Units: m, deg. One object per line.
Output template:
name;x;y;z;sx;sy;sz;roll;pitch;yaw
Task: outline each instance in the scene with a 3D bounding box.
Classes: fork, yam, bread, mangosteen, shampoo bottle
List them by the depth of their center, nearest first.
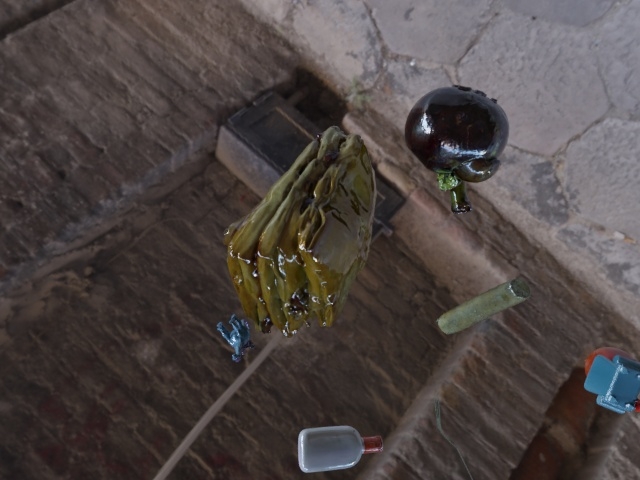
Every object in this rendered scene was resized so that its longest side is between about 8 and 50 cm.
fork;0.246;0.389;0.933;0.039;0.021;0.235;30;-146;-58
bread;0.000;0.000;1.033;0.191;0.370;0.314;24;148;29
mangosteen;0.305;-0.206;1.200;0.231;0.231;0.289;13;101;46
shampoo bottle;0.053;0.538;1.367;0.051;0.220;0.108;151;119;-72
yam;0.472;0.200;1.548;0.083;0.083;0.371;44;147;1

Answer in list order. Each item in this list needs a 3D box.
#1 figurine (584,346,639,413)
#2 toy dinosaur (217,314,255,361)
figurine;0.384;0.179;0.684;0.075;0.068;0.140;20;-176;9
toy dinosaur;-0.161;0.186;1.025;0.080;0.045;0.197;57;-177;-8
